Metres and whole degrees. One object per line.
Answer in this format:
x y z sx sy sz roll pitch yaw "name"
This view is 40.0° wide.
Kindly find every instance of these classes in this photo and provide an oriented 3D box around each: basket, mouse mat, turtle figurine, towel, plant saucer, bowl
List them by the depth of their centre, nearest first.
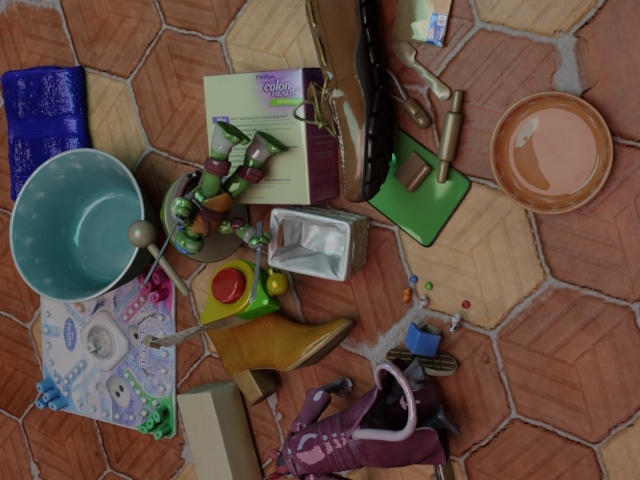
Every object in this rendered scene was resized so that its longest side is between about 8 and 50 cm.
0.376 -0.143 1.430 0.200 0.037 0.199 6 102 29 "plant saucer"
-0.157 -0.050 1.520 0.198 0.274 0.266 23 109 -13 "turtle figurine"
0.160 -0.098 1.575 0.190 0.007 0.152 40 115 18 "mouse mat"
0.000 0.000 1.625 0.167 0.103 0.113 12 105 27 "basket"
-0.459 -0.020 1.806 0.312 0.163 0.311 -3 81 19 "bowl"
-0.608 -0.226 1.935 0.228 0.076 0.308 0 99 30 "towel"

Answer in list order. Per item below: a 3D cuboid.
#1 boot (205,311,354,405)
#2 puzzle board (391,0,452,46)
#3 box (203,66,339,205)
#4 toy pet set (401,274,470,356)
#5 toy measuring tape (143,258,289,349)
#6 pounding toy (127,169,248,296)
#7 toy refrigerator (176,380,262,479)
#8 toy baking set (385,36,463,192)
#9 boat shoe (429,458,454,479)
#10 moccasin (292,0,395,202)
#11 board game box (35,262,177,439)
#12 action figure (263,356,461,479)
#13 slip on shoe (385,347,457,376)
-0.093 0.165 1.710 0.295 0.104 0.211 -39 73 23 "boot"
0.178 -0.402 1.505 0.096 0.011 0.128 16 105 24 "puzzle board"
-0.090 -0.192 1.632 0.214 0.117 0.242 1 100 29 "box"
0.186 0.140 1.569 0.122 0.065 0.114 25 110 23 "toy pet set"
-0.203 0.113 1.683 0.330 0.121 0.121 -21 89 25 "toy measuring tape"
-0.262 -0.024 1.719 0.110 0.237 0.183 -13 120 54 "pounding toy"
-0.200 0.432 1.822 0.102 0.094 0.269 -13 92 37 "toy refrigerator"
0.155 -0.216 1.536 0.197 0.030 0.256 20 106 24 "toy baking set"
0.223 0.451 1.617 0.043 0.049 0.137 -12 98 32 "boat shoe"
0.036 -0.251 1.500 0.147 0.139 0.379 -9 91 23 "moccasin"
-0.492 0.228 1.968 0.390 0.050 0.389 7 102 28 "board game box"
0.051 0.367 1.556 0.370 0.276 0.248 -25 79 16 "action figure"
0.185 0.228 1.601 0.135 0.051 0.041 3 133 23 "slip on shoe"
